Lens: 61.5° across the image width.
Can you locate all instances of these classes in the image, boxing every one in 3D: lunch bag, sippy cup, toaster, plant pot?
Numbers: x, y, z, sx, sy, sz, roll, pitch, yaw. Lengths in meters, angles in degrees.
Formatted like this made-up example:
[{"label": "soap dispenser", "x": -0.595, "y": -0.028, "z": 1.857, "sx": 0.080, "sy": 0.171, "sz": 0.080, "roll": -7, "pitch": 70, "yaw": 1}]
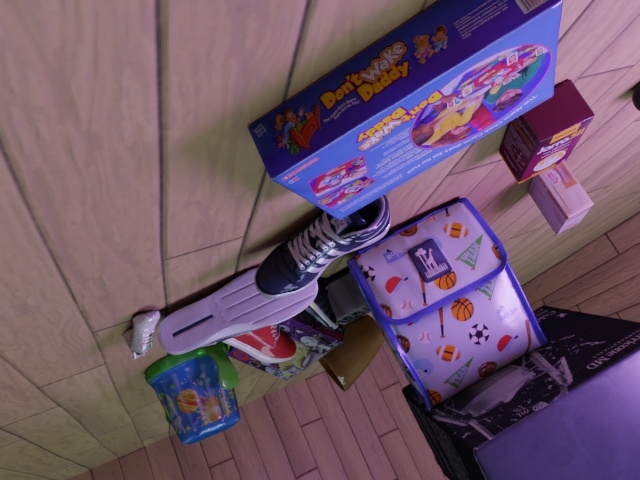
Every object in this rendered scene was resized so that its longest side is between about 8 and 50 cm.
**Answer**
[{"label": "lunch bag", "x": 0.280, "y": 0.136, "z": 1.252, "sx": 0.328, "sy": 0.385, "sz": 0.239, "roll": -28, "pitch": -171, "yaw": -3}, {"label": "sippy cup", "x": -0.334, "y": 0.425, "z": 1.483, "sx": 0.240, "sy": 0.224, "sz": 0.305, "roll": -22, "pitch": 161, "yaw": -12}, {"label": "toaster", "x": 0.096, "y": 0.137, "z": 1.430, "sx": 0.168, "sy": 0.110, "sz": 0.186, "roll": -30, "pitch": 161, "yaw": 11}, {"label": "plant pot", "x": 0.120, "y": 0.409, "z": 2.075, "sx": 0.254, "sy": 0.237, "sz": 0.237, "roll": -36, "pitch": 164, "yaw": -12}]

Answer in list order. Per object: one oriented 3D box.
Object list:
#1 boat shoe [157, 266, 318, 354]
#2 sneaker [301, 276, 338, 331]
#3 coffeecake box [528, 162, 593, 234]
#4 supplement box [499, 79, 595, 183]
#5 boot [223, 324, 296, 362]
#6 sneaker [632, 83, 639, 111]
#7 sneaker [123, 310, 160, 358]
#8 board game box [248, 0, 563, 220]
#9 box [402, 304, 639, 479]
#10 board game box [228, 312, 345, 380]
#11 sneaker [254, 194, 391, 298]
[{"label": "boat shoe", "x": -0.168, "y": 0.134, "z": 1.110, "sx": 0.335, "sy": 0.121, "sz": 0.119, "roll": -19, "pitch": 176, "yaw": -3}, {"label": "sneaker", "x": -0.001, "y": 0.138, "z": 1.274, "sx": 0.097, "sy": 0.084, "sz": 0.234, "roll": -57, "pitch": 145, "yaw": -13}, {"label": "coffeecake box", "x": 0.597, "y": -0.108, "z": 1.351, "sx": 0.068, "sy": 0.142, "sz": 0.185, "roll": -29, "pitch": 162, "yaw": 8}, {"label": "supplement box", "x": 0.401, "y": -0.189, "z": 0.973, "sx": 0.104, "sy": 0.080, "sz": 0.188, "roll": -26, "pitch": 162, "yaw": 2}, {"label": "boot", "x": -0.110, "y": 0.208, "z": 1.299, "sx": 0.176, "sy": 0.088, "sz": 0.244, "roll": -37, "pitch": 133, "yaw": 25}, {"label": "sneaker", "x": 0.733, "y": -0.325, "z": 1.030, "sx": 0.130, "sy": 0.087, "sz": 0.227, "roll": -12, "pitch": 161, "yaw": -40}, {"label": "sneaker", "x": -0.347, "y": 0.185, "z": 1.068, "sx": 0.054, "sy": 0.061, "sz": 0.152, "roll": -9, "pitch": 154, "yaw": -36}, {"label": "board game box", "x": 0.116, "y": -0.163, "z": 0.678, "sx": 0.347, "sy": 0.078, "sz": 0.233, "roll": -30, "pitch": 161, "yaw": 14}, {"label": "box", "x": 0.513, "y": 0.403, "z": 1.243, "sx": 0.480, "sy": 0.297, "sz": 0.472, "roll": -28, "pitch": -176, "yaw": -8}, {"label": "board game box", "x": -0.105, "y": 0.284, "z": 1.488, "sx": 0.208, "sy": 0.056, "sz": 0.347, "roll": 30, "pitch": 140, "yaw": -11}, {"label": "sneaker", "x": 0.000, "y": 0.000, "z": 0.940, "sx": 0.282, "sy": 0.099, "sz": 0.153, "roll": -31, "pitch": 167, "yaw": -5}]
